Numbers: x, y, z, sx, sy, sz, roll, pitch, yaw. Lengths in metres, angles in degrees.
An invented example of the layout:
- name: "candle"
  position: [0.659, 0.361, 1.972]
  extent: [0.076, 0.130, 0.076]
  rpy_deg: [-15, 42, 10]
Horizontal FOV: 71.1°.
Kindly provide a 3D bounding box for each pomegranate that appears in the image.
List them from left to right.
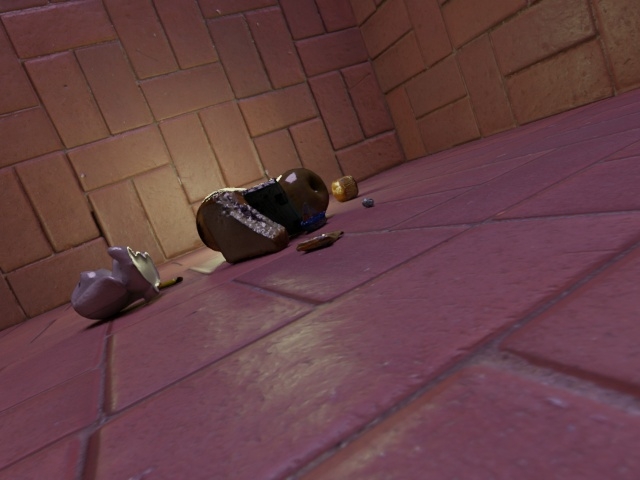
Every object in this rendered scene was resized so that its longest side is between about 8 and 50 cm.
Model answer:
- name: "pomegranate"
  position: [-0.370, -0.084, 1.914]
  extent: [0.323, 0.321, 0.322]
  rpy_deg: [-21, 8, 3]

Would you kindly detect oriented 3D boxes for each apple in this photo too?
- name: "apple"
  position: [-0.098, -0.181, 1.969]
  extent: [0.234, 0.256, 0.257]
  rpy_deg: [-37, -3, 35]

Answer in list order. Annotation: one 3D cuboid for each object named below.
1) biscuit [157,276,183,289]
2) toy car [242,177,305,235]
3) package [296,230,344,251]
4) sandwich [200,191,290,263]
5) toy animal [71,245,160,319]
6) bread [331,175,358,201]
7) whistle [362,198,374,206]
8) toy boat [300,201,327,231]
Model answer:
- name: "biscuit"
  position: [-0.659, 0.197, 1.693]
  extent: [0.292, 0.026, 0.048]
  rpy_deg: [-21, -12, 4]
- name: "toy car"
  position: [-0.161, -0.119, 1.700]
  extent: [0.142, 0.097, 0.320]
  rpy_deg: [-21, -33, 10]
- name: "package"
  position: [-0.001, 0.000, 1.238]
  extent: [0.108, 0.031, 0.121]
  rpy_deg: [-18, 3, 24]
- name: "sandwich"
  position: [-0.268, -0.056, 1.549]
  extent: [0.289, 0.254, 0.100]
  rpy_deg: [-13, 14, 38]
- name: "toy animal"
  position: [-0.683, 0.158, 1.472]
  extent: [0.265, 0.205, 0.271]
  rpy_deg: [-31, -7, -6]
- name: "bread"
  position: [0.130, -0.286, 2.504]
  extent: [0.114, 0.132, 0.190]
  rpy_deg: [-26, 6, -19]
- name: "whistle"
  position: [0.186, -0.147, 1.734]
  extent: [0.035, 0.035, 0.100]
  rpy_deg: [-23, 9, -10]
- name: "toy boat"
  position: [-0.040, -0.092, 1.695]
  extent: [0.091, 0.110, 0.175]
  rpy_deg: [-19, 10, 22]
